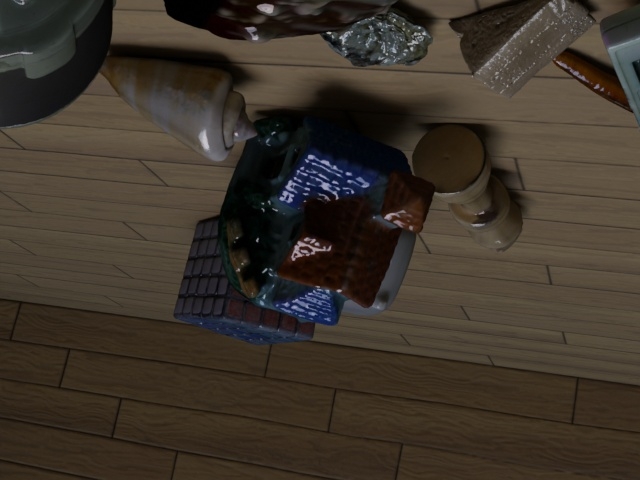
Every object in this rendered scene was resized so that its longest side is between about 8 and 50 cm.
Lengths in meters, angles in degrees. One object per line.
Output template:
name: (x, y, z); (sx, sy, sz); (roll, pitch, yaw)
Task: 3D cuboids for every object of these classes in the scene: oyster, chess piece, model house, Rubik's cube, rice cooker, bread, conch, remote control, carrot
oyster: (0.055, -0.258, 1.298); (0.177, 0.064, 0.125); (14, 160, -16)
chess piece: (0.265, -0.063, 1.736); (0.117, 0.117, 0.397); (4, 164, 25)
model house: (0.011, -0.029, 1.570); (0.251, 0.295, 0.329); (24, 171, -21)
Rubik's cube: (-0.151, 0.089, 2.311); (0.237, 0.238, 0.237); (20, 164, -30)
rice cooker: (-0.359, -0.284, 1.130); (0.288, 0.288, 0.277); (13, 163, -7)
bread: (0.236, -0.255, 1.247); (0.077, 0.105, 0.152); (24, 128, -37)
conch: (-0.201, -0.221, 1.552); (0.255, 0.127, 0.158); (34, -166, -1)
remote control: (0.435, -0.184, 1.240); (0.145, 0.050, 0.344); (-18, 153, 21)
carrot: (0.364, -0.198, 1.332); (0.190, 0.037, 0.037); (20, 162, -25)

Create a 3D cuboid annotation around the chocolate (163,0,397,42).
chocolate: (-0.001, -0.295, 0.938); (0.210, 0.225, 0.340); (8, 166, -21)

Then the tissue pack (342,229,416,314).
tissue pack: (0.000, 0.000, 1.855); (0.333, 0.229, 0.236); (18, -171, -22)
